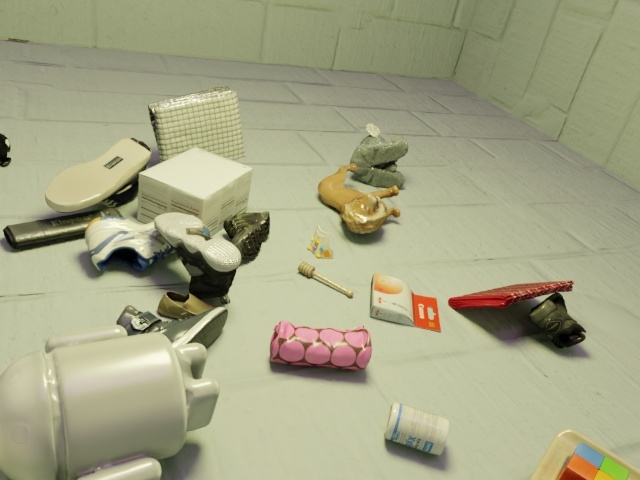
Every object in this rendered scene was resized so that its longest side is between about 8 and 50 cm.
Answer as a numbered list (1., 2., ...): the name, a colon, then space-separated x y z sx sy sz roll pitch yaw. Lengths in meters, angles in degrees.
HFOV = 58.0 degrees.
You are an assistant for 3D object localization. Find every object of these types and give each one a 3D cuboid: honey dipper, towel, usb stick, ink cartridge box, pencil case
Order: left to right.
1. usb stick: -0.628 -0.033 1.431 0.278 0.045 0.077 -15 39 -40
2. towel: -0.393 -0.347 1.831 0.283 0.235 0.121 -20 36 -26
3. pencil case: -0.001 0.215 1.210 0.209 0.095 0.098 8 61 -10
4. honey dipper: 0.014 0.101 1.472 0.160 0.031 0.030 29 33 21
5. ink cartridge box: 0.214 0.153 1.446 0.179 0.045 0.145 10 30 0
6. towel: 0.491 0.140 1.494 0.274 0.031 0.198 -7 -2 -31

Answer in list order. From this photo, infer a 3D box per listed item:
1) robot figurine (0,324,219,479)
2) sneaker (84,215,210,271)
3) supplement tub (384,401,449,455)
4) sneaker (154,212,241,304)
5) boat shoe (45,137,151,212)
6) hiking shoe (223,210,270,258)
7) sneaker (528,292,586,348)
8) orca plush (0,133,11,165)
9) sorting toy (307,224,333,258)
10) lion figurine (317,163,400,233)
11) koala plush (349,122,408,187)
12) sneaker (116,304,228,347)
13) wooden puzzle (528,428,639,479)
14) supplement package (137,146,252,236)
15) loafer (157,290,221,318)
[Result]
1. robot figurine: -0.341 0.257 0.891 0.353 0.200 0.300 -5 42 -29
2. sneaker: -0.408 0.020 1.397 0.296 0.112 0.131 -3 54 -27
3. supplement tub: 0.177 0.348 1.070 0.107 0.071 0.071 16 30 7
4. sneaker: -0.292 0.046 1.321 0.268 0.153 0.101 30 34 32
5. boat shoe: -0.578 -0.131 1.527 0.127 0.158 0.340 32 42 9
6. hiking shoe: -0.213 -0.015 1.548 0.114 0.086 0.227 4 22 12
7. sneaker: 0.607 0.206 1.477 0.130 0.087 0.227 53 21 13
8. orca plush: -0.983 -0.261 1.625 0.151 0.102 0.287 21 31 14
9. sorting toy: 0.000 0.000 1.590 0.044 0.075 0.083 -12 37 -37
10. lion figurine: 0.094 -0.130 1.824 0.240 0.142 0.392 -17 26 -30
11. koala plush: 0.199 -0.320 2.112 0.203 0.196 0.221 -1 35 -4
12. sneaker: -0.307 0.170 1.169 0.163 0.086 0.226 28 34 19
13. wooden puzzle: 0.505 0.483 0.957 0.322 0.081 0.347 31 34 28
14. supplement package: -0.346 -0.132 1.612 0.203 0.145 0.262 21 30 14
15. loafer: -0.280 0.146 1.256 0.147 0.050 0.056 10 30 -5
